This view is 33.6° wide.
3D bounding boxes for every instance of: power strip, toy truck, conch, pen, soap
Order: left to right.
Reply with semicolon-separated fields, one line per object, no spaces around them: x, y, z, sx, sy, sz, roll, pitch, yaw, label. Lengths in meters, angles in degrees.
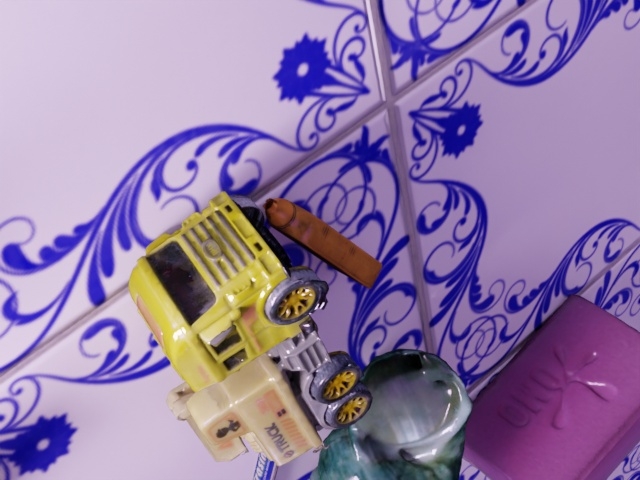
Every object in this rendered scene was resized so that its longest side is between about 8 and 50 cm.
-0.066;0.096;0.906;0.157;0.124;0.272;-34;142;-9;toy truck
-0.059;0.249;1.101;0.025;0.025;0.204;-11;125;-42;pen
0.000;0.000;0.957;0.028;0.049;0.178;-59;142;-3;power strip
0.071;0.224;1.141;0.202;0.134;0.196;-40;100;-10;conch
0.308;0.212;1.337;0.259;0.181;0.081;-43;141;-12;soap
